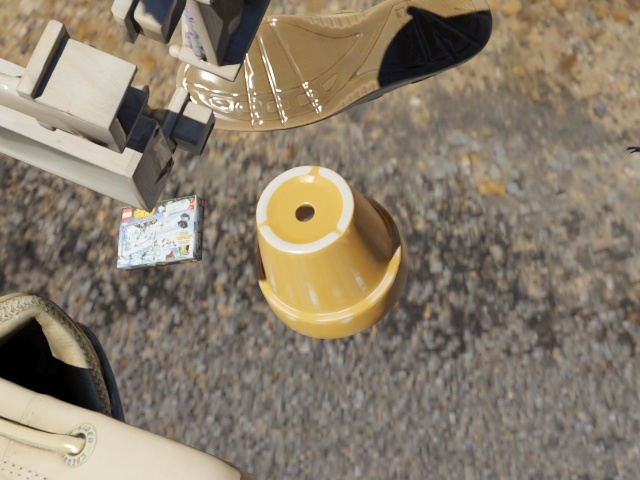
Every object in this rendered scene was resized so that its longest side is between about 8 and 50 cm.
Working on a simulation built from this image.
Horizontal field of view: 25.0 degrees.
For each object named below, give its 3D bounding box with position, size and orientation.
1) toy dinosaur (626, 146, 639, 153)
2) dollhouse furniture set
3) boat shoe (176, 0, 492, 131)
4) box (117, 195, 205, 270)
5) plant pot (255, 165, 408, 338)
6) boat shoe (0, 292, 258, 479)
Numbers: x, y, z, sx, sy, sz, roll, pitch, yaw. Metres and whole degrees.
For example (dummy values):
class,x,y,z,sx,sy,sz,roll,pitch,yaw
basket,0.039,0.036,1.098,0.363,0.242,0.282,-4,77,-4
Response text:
class,x,y,z,sx,sy,sz,roll,pitch,yaw
toy dinosaur,0.370,-0.077,1.524,0.090,0.082,0.047,-2,97,8
dollhouse furniture set,-0.141,-0.226,1.076,0.174,0.303,0.355,22,79,5
boat shoe,0.016,-0.192,1.566,0.342,0.123,0.123,-18,87,1
box,-0.232,-0.010,2.099,0.137,0.094,0.027,-7,162,30
plant pot,0.000,0.000,1.900,0.205,0.205,0.188,-13,151,8
boat shoe,-0.124,0.074,0.560,0.122,0.341,0.110,29,87,-36
